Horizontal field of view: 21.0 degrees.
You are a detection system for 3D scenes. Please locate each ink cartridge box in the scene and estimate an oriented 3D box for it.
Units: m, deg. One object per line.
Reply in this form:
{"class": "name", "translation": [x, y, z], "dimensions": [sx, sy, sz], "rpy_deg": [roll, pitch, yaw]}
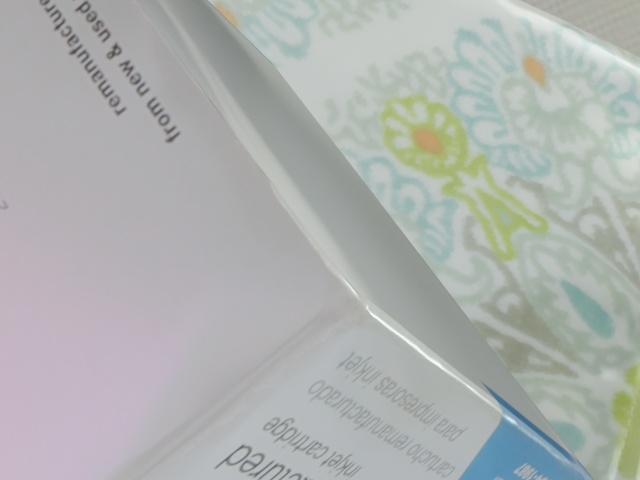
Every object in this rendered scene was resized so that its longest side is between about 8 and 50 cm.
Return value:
{"class": "ink cartridge box", "translation": [-0.106, 0.061, 0.479], "dimensions": [0.270, 0.197, 0.198], "rpy_deg": [-40, -30, 6]}

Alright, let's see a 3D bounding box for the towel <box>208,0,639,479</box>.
{"class": "towel", "translation": [0.000, 0.000, 0.763], "dimensions": [0.374, 0.090, 0.320], "rpy_deg": [26, -128, -4]}
